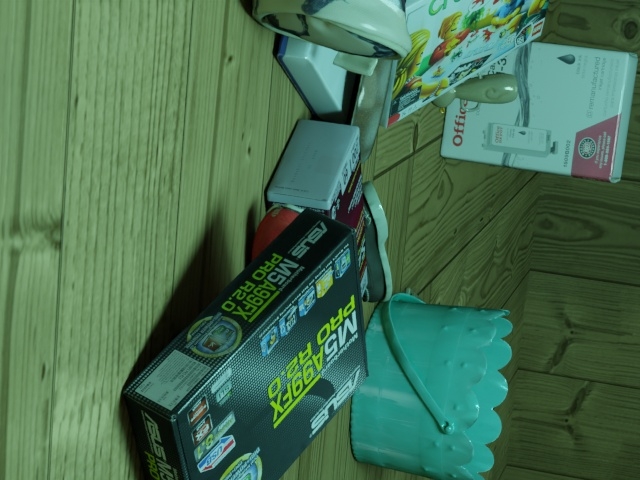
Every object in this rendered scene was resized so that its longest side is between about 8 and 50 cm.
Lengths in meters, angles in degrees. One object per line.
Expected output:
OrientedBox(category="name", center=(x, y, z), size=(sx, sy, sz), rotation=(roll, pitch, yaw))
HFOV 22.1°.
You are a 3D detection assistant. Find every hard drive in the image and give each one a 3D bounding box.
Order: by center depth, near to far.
OrientedBox(category="hard drive", center=(0.023, -0.312, 1.784), size=(0.210, 0.040, 0.319), rotation=(51, 49, -71))

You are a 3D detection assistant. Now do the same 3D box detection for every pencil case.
OrientedBox(category="pencil case", center=(0.038, -0.374, 1.572), size=(0.183, 0.160, 0.410), rotation=(11, 88, -61))

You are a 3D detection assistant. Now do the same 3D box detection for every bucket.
OrientedBox(category="bucket", center=(0.160, 0.213, 2.335), size=(0.281, 0.183, 0.281), rotation=(8, 90, -76))

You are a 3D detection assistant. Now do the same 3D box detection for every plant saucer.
OrientedBox(category="plant saucer", center=(0.053, -0.166, 1.880), size=(0.198, 0.036, 0.199), rotation=(-168, -90, -88))

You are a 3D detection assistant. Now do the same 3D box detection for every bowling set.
OrientedBox(category="bowling set", center=(0.193, -0.338, 2.297), size=(0.200, 0.154, 0.287), rotation=(-93, -179, -58))

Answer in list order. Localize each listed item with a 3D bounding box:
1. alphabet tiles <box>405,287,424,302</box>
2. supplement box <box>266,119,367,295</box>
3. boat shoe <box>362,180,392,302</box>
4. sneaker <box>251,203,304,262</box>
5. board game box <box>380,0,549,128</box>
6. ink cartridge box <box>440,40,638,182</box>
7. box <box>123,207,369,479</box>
OrientedBox(category="alphabet tiles", center=(0.134, 0.205, 2.577), size=(0.198, 0.009, 0.237), rotation=(42, 58, -73))
OrientedBox(category="supplement box", center=(0.000, 0.000, 1.815), size=(0.130, 0.073, 0.239), rotation=(-68, 161, -43))
OrientedBox(category="boat shoe", center=(0.044, 0.010, 2.008), size=(0.228, 0.068, 0.081), rotation=(80, -12, -56))
OrientedBox(category="sneaker", center=(-0.039, 0.103, 1.670), size=(0.118, 0.107, 0.279), rotation=(-33, 130, -63))
OrientedBox(category="board game box", center=(0.181, -0.286, 2.056), size=(0.305, 0.053, 0.193), rotation=(-33, 148, -32))
OrientedBox(category="ink cartridge box", center=(0.347, -0.213, 2.609), size=(0.117, 0.283, 0.207), rotation=(-11, 108, -71))
OrientedBox(category="box", center=(-0.059, 0.132, 1.515), size=(0.270, 0.060, 0.216), rotation=(-45, 146, -33))
